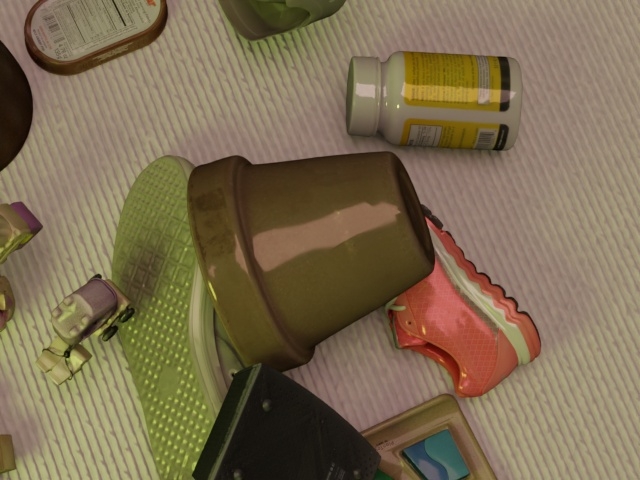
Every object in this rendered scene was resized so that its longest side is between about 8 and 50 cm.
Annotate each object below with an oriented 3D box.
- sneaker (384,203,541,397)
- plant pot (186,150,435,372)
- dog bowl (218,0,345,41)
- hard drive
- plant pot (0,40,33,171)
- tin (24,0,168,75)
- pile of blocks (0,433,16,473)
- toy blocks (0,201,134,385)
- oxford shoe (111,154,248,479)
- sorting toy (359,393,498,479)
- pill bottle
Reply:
[{"bbox_3d":[0.120,0.060,1.895,0.136,0.116,0.314,-43,82,-13],"label":"sneaker"},{"bbox_3d":[0.000,0.000,1.792,0.229,0.263,0.263,-20,76,12],"label":"plant pot"},{"bbox_3d":[-0.052,-0.419,1.905,0.102,0.349,0.348,-11,75,-21],"label":"dog bowl"},{"bbox_3d":[-0.038,0.257,1.746,0.054,0.255,0.172,5,63,40],"label":"hard drive"},{"bbox_3d":[-0.461,-0.195,1.856,0.215,0.230,0.215,1,74,-4],"label":"plant pot"},{"bbox_3d":[-0.286,-0.280,1.996,0.190,0.040,0.106,-25,82,-11],"label":"tin"},{"bbox_3d":[-0.523,0.300,1.758,0.362,0.149,0.112,-10,75,-8],"label":"pile of blocks"},{"bbox_3d":[-0.434,0.077,1.723,0.309,0.260,0.288,44,103,6],"label":"toy blocks"},{"bbox_3d":[-0.143,0.112,1.860,0.130,0.169,0.449,9,59,-45],"label":"oxford shoe"},{"bbox_3d":[0.073,0.341,1.851,0.307,0.041,0.229,-24,78,-11],"label":"sorting toy"},{"bbox_3d":[0.140,-0.176,1.958,0.209,0.119,0.119,3,74,-4],"label":"pill bottle"}]
